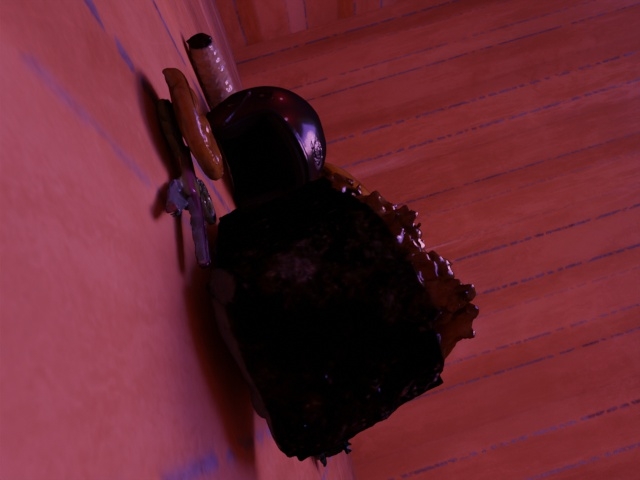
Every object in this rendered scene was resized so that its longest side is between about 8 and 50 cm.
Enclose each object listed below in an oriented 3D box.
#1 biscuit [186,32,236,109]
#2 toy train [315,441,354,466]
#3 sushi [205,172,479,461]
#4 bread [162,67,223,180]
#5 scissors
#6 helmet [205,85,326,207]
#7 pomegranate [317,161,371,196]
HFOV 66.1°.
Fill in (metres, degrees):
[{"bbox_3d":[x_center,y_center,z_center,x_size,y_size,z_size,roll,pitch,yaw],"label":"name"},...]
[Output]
[{"bbox_3d":[-0.186,-0.276,0.900,0.061,0.055,0.219,36,-23,32],"label":"biscuit"},{"bbox_3d":[0.004,0.328,0.877,0.170,0.071,0.111,76,-10,-53],"label":"toy train"},{"bbox_3d":[0.005,0.062,0.512,0.348,0.208,0.234,-123,-168,-66],"label":"sushi"},{"bbox_3d":[-0.118,-0.108,0.460,0.110,0.025,0.110,159,-90,-86],"label":"bread"},{"bbox_3d":[-0.117,-0.044,0.436,0.187,0.020,0.133,-115,-174,-58],"label":"scissors"},{"bbox_3d":[-0.092,-0.164,0.842,0.216,0.193,0.189,18,-41,33],"label":"helmet"},{"bbox_3d":[0.000,-0.018,0.995,0.307,0.308,0.307,163,-90,-88],"label":"pomegranate"}]
